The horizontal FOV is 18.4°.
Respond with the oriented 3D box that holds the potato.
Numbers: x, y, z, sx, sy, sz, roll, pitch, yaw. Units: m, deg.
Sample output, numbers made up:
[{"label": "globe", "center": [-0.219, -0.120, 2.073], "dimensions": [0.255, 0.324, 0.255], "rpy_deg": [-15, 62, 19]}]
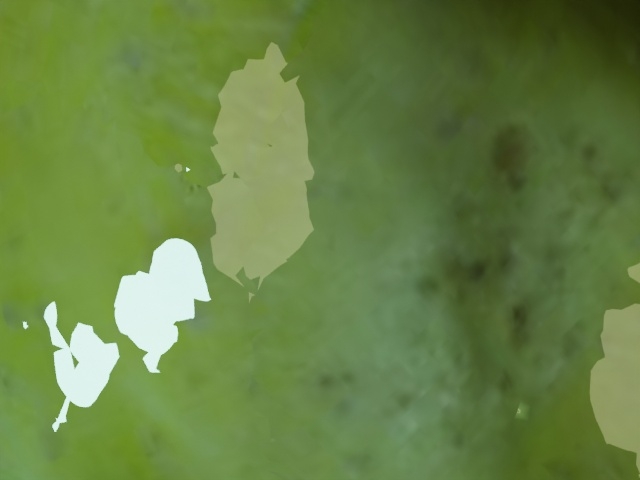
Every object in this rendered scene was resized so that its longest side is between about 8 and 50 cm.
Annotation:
[{"label": "potato", "center": [0.003, -0.002, 0.417], "dimensions": [0.202, 0.218, 0.351], "rpy_deg": [-39, 105, -9]}]
